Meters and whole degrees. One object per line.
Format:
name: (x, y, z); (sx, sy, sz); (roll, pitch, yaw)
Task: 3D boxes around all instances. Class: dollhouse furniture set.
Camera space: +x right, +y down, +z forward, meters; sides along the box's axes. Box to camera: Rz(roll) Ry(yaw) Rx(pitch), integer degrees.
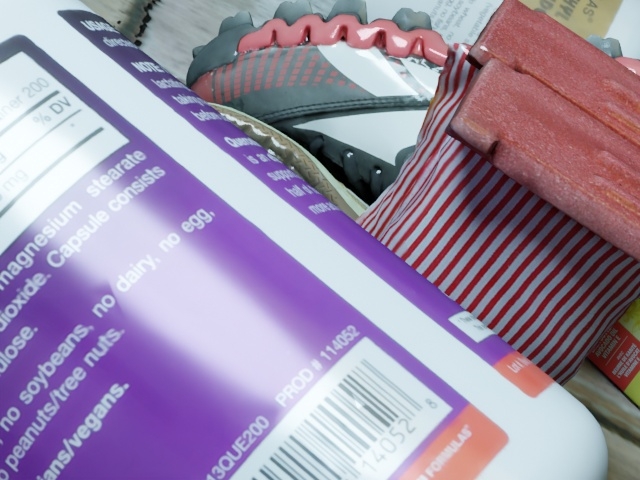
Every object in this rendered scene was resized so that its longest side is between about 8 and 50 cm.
dollhouse furniture set: (-0.047, -0.041, 0.759); (0.374, 0.201, 0.152); (32, 28, -4)

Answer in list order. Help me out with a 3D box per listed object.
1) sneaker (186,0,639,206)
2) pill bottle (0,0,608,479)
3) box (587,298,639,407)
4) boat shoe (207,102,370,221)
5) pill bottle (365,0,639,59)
sneaker: (0.055, -0.042, 0.945); (0.276, 0.135, 0.097); (10, -17, 12)
pill bottle: (-0.075, 0.039, 0.624); (0.323, 0.181, 0.181); (39, 28, 12)
box: (0.189, 0.043, 0.994); (0.232, 0.087, 0.058); (45, 32, 20)
boat shoe: (0.000, 0.000, 0.901); (0.190, 0.068, 0.072); (41, 15, -6)
pill bottle: (0.133, -0.112, 1.131); (0.229, 0.131, 0.131); (32, 28, -2)
